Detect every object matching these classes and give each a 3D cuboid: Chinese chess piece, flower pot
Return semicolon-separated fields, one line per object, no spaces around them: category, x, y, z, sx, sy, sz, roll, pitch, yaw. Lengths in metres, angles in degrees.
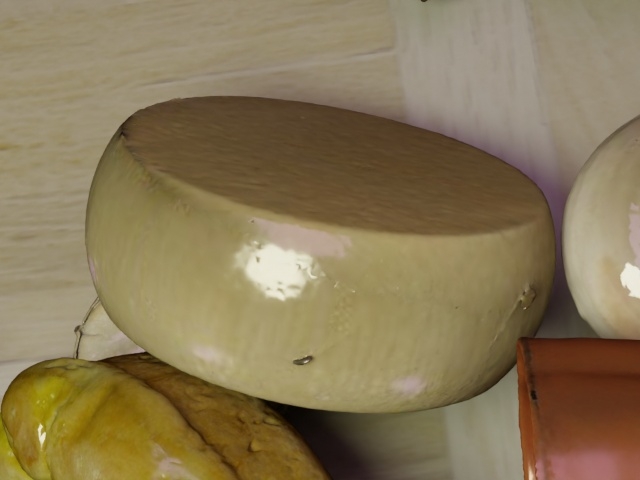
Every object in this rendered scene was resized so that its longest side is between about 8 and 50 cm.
Chinese chess piece;0.000;0.000;0.884;0.273;0.273;0.102;15;109;13
flower pot;0.190;0.138;0.778;0.173;0.190;0.190;-4;66;7

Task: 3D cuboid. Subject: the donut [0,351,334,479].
donut;-0.076;0.175;0.835;0.128;0.208;0.261;-16;64;-43

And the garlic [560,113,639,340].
garlic;0.274;0.013;0.892;0.281;0.185;0.203;-4;72;-18

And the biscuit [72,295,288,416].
biscuit;-0.085;0.073;0.983;0.152;0.020;0.152;-2;66;5
